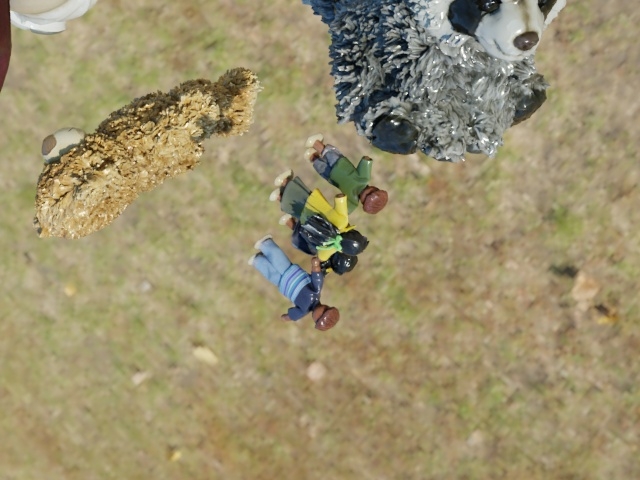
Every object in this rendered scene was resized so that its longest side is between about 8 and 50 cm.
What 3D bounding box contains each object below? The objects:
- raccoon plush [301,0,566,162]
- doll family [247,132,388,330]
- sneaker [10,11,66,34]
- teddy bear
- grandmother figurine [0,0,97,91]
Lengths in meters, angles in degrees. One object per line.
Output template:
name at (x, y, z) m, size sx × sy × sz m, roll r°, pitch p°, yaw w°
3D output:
raccoon plush at (0.087, -0.290, 1.419) m, size 0.446 × 0.216 × 0.299 m, roll 40°, pitch 139°, yaw 34°
doll family at (0.000, 0.000, 1.244) m, size 0.111 × 0.076 × 0.193 m, roll 41°, pitch 140°, yaw 21°
sneaker at (-0.347, -0.363, 1.425) m, size 0.129 × 0.111 × 0.297 m, roll -41°, pitch 95°, yaw 25°
teddy bear at (-0.216, -0.127, 1.607) m, size 0.245 × 0.338 × 0.113 m, roll 16°, pitch 131°, yaw 56°
grandmother figurine at (-0.225, -0.114, 0.712) m, size 0.104 × 0.342 × 0.208 m, roll 17°, pitch 127°, yaw 23°
